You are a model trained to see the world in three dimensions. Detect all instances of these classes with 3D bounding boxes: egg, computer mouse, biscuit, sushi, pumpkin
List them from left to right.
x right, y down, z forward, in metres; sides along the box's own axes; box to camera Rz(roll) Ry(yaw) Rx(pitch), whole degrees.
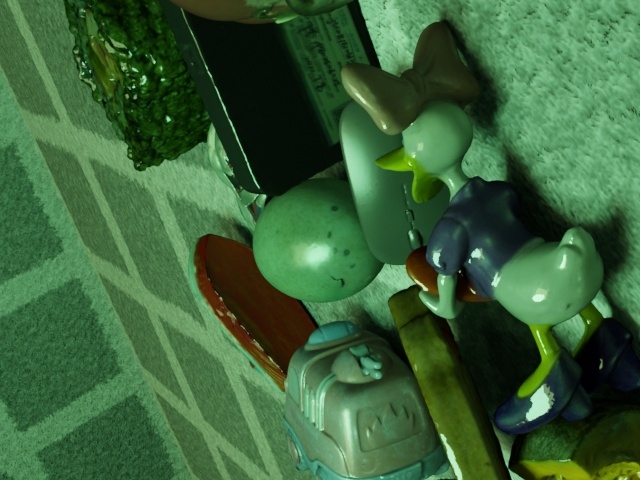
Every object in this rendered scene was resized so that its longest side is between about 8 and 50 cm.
[{"bbox_3d":[-0.278,-0.298,1.386,0.294,0.178,0.352,55,159,15],"label":"sushi"},{"bbox_3d":[0.000,0.000,1.200,0.169,0.169,0.236,64,158,-10],"label":"egg"},{"bbox_3d":[0.095,-0.067,1.021,0.057,0.120,0.232,-88,-14,-59],"label":"computer mouse"},{"bbox_3d":[0.171,0.224,1.085,0.381,0.074,0.359,-66,-45,-81],"label":"biscuit"},{"bbox_3d":[0.335,0.254,0.928,0.248,0.126,0.131,41,148,-5],"label":"pumpkin"}]

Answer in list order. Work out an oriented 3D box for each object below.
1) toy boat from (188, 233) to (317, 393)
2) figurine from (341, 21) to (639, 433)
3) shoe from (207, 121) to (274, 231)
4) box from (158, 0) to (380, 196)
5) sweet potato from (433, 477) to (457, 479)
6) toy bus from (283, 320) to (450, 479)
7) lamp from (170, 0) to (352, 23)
[{"bbox_3d":[-0.131,0.125,1.621,0.332,0.145,0.133,52,149,8],"label":"toy boat"},{"bbox_3d":[0.170,-0.006,0.892,0.421,0.154,0.193,54,151,8],"label":"figurine"},{"bbox_3d":[-0.089,-0.094,1.343,0.125,0.099,0.228,27,147,62],"label":"shoe"},{"bbox_3d":[-0.056,-0.241,0.983,0.058,0.211,0.350,9,126,58],"label":"box"},{"bbox_3d":[0.261,0.481,1.377,0.286,0.085,0.112,54,-168,-14],"label":"sweet potato"},{"bbox_3d":[0.054,0.245,1.338,0.294,0.197,0.232,-145,42,-65],"label":"toy bus"},{"bbox_3d":[-0.042,-0.325,0.752,0.257,0.303,0.303,58,156,14],"label":"lamp"}]
